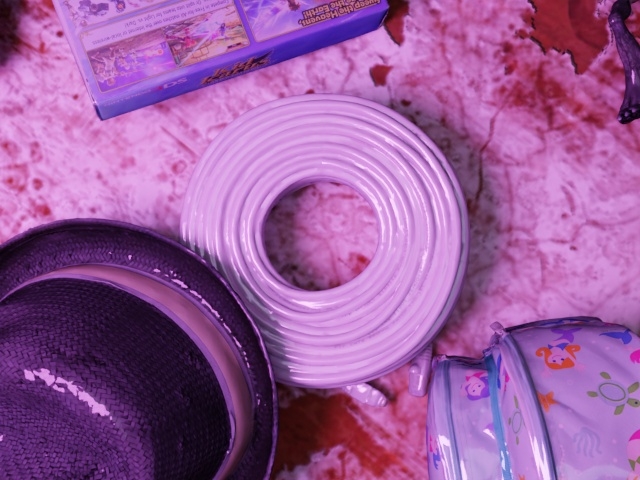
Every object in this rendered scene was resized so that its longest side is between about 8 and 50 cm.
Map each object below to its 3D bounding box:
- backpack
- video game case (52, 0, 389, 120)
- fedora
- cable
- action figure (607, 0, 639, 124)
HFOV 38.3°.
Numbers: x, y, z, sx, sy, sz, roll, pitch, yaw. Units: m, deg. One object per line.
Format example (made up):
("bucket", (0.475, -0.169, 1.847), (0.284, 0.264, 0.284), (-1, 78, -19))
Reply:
("backpack", (0.175, 0.168, 0.678), (0.191, 0.253, 0.225), (-7, 87, -1))
("video game case", (-0.109, -0.263, 0.811), (0.270, 0.061, 0.244), (-20, 84, -10))
("fedora", (-0.206, 0.137, 0.738), (0.334, 0.152, 0.333), (3, 98, 20))
("cable", (0.000, 0.000, 0.797), (0.257, 0.089, 0.257), (16, 88, 7))
("action figure", (0.271, -0.246, 0.763), (0.164, 0.141, 0.275), (-16, 86, 16))
